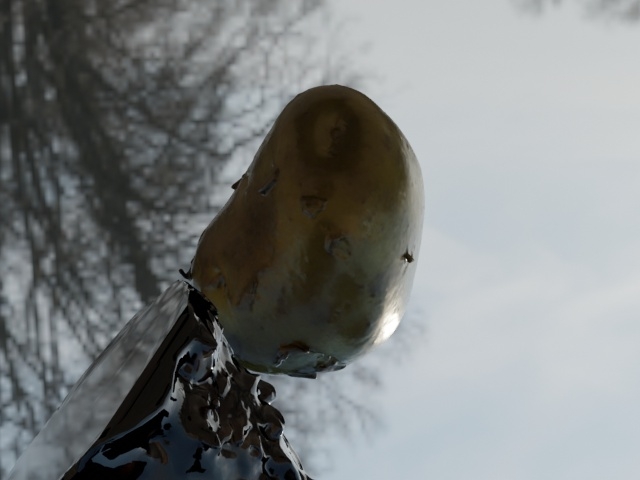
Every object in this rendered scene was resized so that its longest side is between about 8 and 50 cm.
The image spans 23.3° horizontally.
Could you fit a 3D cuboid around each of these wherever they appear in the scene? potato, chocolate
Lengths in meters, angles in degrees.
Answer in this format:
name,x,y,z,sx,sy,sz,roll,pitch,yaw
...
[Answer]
name,x,y,z,sx,sy,sz,roll,pitch,yaw
potato,0.000,0.000,0.899,0.137,0.176,0.137,24,-149,-16
chocolate,-0.055,0.110,0.695,0.133,0.156,0.156,38,-169,-13
